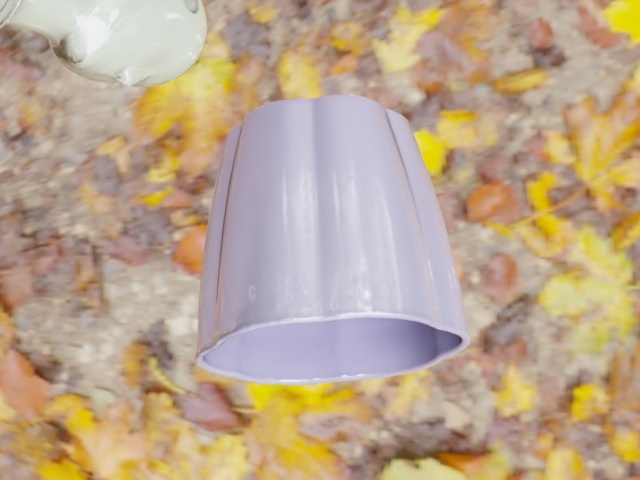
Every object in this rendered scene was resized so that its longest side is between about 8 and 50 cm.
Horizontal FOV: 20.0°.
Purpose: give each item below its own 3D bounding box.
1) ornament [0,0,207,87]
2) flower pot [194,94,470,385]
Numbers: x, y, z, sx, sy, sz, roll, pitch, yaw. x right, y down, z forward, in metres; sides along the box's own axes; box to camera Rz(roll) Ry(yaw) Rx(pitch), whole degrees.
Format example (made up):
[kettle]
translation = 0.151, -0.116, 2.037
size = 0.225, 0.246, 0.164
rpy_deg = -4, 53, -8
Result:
[ornament]
translation = -0.125, -0.120, 0.967
size = 0.156, 0.075, 0.081
rpy_deg = 11, 54, -53
[flower pot]
translation = 0.000, 0.000, 1.769
size = 0.265, 0.265, 0.243
rpy_deg = 1, 69, -19
